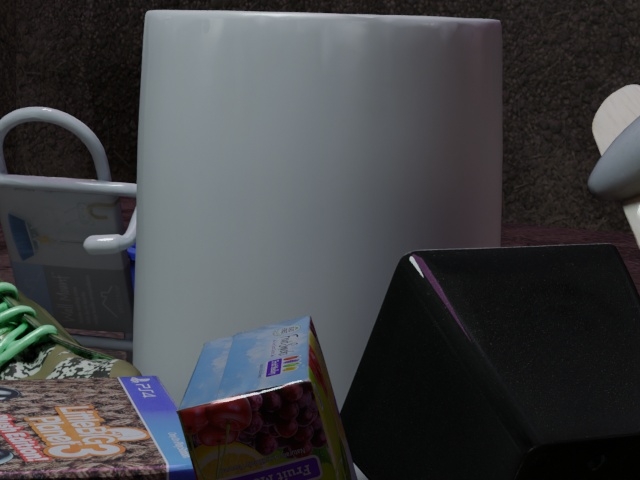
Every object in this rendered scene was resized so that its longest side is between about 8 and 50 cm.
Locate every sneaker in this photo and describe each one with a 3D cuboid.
[{"bbox_3d":[-0.265,0.089,1.285,0.158,0.182,0.410,-38,19,-21],"label":"sneaker"}]

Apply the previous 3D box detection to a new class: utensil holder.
[{"bbox_3d":[0.000,0.000,1.395,0.328,0.385,0.327,2,7,0],"label":"utensil holder"}]

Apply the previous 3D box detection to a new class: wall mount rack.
[{"bbox_3d":[-0.298,0.046,1.525,0.304,0.350,0.130,3,40,9],"label":"wall mount rack"}]

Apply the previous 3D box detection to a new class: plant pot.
[{"bbox_3d":[0.144,0.129,1.168,0.187,0.188,0.167,-1,41,-27],"label":"plant pot"}]

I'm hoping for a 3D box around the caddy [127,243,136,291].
[{"bbox_3d":[-0.056,0.048,1.835,0.341,0.179,0.241,4,8,18],"label":"caddy"}]

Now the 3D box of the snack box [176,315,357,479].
[{"bbox_3d":[-0.008,0.156,0.821,0.070,0.207,0.174,-14,8,2],"label":"snack box"}]

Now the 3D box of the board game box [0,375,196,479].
[{"bbox_3d":[-0.220,0.172,0.935,0.291,0.141,0.232,-1,7,-14],"label":"board game box"}]

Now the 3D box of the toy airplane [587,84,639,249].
[{"bbox_3d":[0.348,0.036,1.325,0.386,0.272,0.384,20,55,23],"label":"toy airplane"}]
